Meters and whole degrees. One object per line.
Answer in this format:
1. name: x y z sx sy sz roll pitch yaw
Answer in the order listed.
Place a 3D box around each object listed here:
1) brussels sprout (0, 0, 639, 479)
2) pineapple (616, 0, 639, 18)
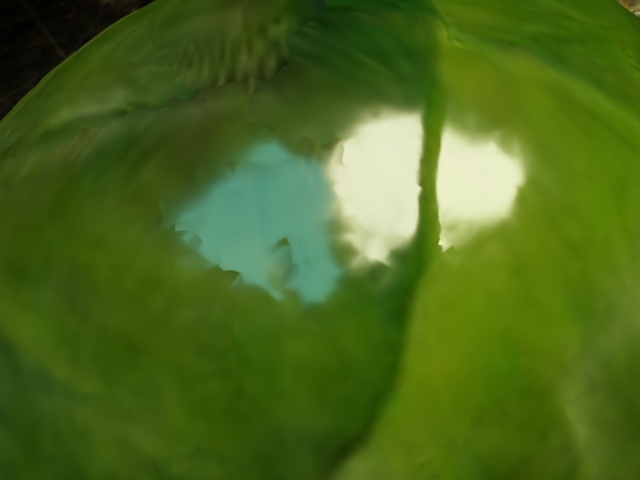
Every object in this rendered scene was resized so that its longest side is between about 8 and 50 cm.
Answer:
1. brussels sprout: -0.012 0.038 0.729 0.354 0.281 0.289 -15 45 19
2. pineapple: 0.100 -0.061 0.905 0.197 0.108 0.108 -25 45 9
